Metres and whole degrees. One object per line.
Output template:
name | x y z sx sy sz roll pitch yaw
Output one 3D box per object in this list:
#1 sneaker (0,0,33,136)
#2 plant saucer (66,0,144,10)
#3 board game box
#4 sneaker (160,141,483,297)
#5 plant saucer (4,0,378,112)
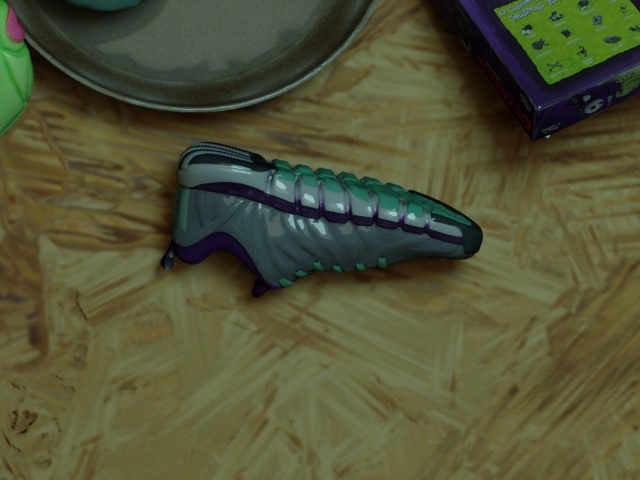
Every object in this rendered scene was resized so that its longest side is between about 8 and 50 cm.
sneaker | -0.409 -0.221 1.288 0.483 0.185 0.202 44 76 2
plant saucer | -0.152 -0.222 1.364 0.119 0.021 0.119 2 80 -9
board game box | 0.254 -0.223 1.431 0.347 0.056 0.208 -24 64 -12
sneaker | 0.000 0.000 1.386 0.224 0.083 0.098 14 101 -5
plant saucer | -0.099 -0.240 1.412 0.310 0.050 0.310 1 81 -9
